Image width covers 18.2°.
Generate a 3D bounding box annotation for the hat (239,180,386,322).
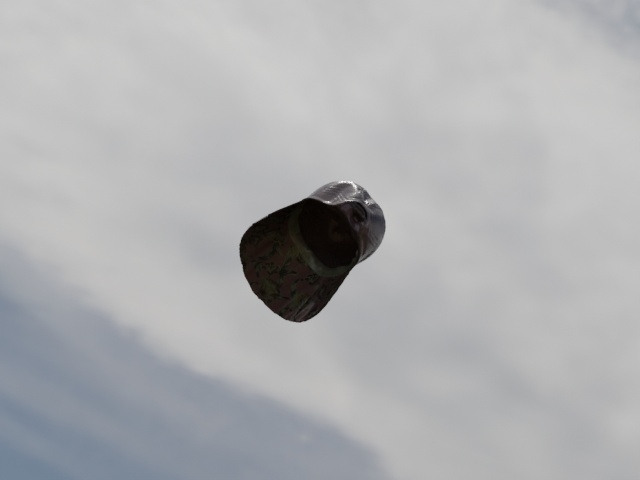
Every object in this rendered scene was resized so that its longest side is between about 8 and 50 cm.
[{"bbox_3d":[-0.001,0.001,1.041,0.058,0.042,0.087,49,-56,10],"label":"hat"}]
